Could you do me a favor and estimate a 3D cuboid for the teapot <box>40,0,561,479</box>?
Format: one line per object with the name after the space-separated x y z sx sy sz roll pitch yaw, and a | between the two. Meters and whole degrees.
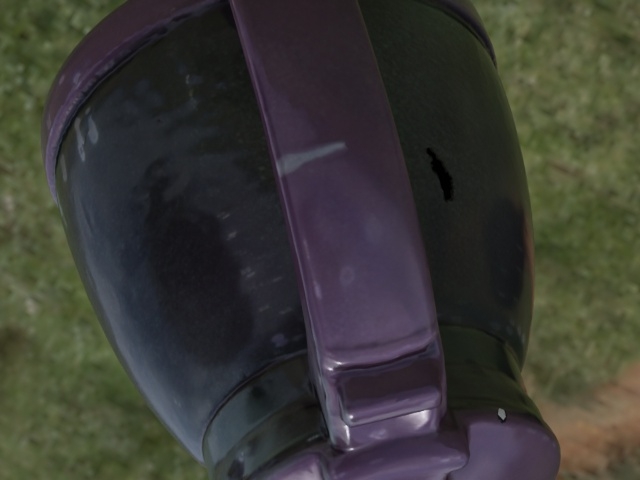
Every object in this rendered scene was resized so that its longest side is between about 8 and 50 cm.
0.008 0.002 0.415 0.116 0.146 0.148 3 143 -30 | teapot
